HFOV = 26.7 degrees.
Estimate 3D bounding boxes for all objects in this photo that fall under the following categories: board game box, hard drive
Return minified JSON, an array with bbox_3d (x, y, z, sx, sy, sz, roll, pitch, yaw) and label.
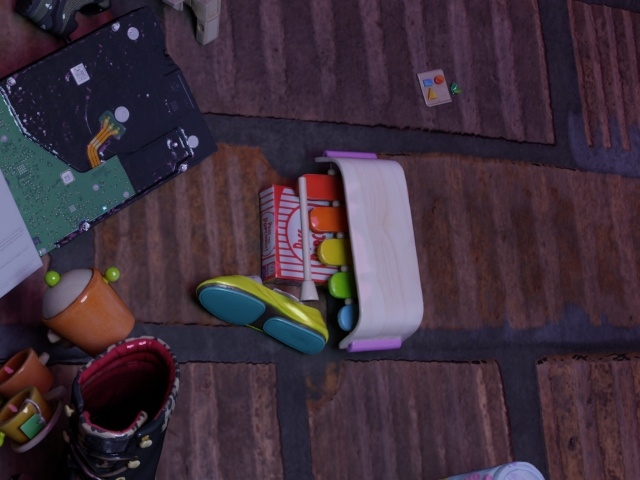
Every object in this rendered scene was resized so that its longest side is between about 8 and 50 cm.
[{"bbox_3d":[0.000,0.000,2.079,0.193,0.045,0.146,6,74,-32],"label":"board game box"},{"bbox_3d":[-0.327,-0.149,1.860,0.339,0.064,0.237,-36,109,-31],"label":"hard drive"}]

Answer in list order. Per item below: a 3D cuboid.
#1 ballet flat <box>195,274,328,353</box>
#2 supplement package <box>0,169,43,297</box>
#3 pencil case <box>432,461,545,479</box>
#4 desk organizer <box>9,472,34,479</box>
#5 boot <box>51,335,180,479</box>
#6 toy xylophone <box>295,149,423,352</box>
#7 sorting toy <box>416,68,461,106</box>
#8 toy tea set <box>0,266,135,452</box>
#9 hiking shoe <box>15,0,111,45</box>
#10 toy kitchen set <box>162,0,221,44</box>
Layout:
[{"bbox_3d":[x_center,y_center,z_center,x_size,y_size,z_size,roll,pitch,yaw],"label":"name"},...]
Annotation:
[{"bbox_3d":[-0.085,0.095,1.990,0.231,0.077,0.077,27,42,-27],"label":"ballet flat"},{"bbox_3d":[-0.451,-0.021,1.712,0.105,0.105,0.179,-41,129,-34],"label":"supplement package"},{"bbox_3d":[0.212,0.402,1.971,0.113,0.273,0.124,-7,79,-41],"label":"pencil case"},{"bbox_3d":[-0.397,0.365,1.717,0.050,0.047,0.130,37,60,-17],"label":"desk organizer"},{"bbox_3d":[-0.281,0.311,1.609,0.138,0.284,0.377,24,36,9],"label":"boot"},{"bbox_3d":[0.050,0.005,2.031,0.236,0.081,0.322,9,72,-31],"label":"toy xylophone"},{"bbox_3d":[0.206,-0.265,2.308,0.083,0.012,0.062,-17,86,-35],"label":"sorting toy"},{"bbox_3d":[-0.379,0.155,1.699,0.124,0.200,0.336,47,62,-22],"label":"toy tea set"},{"bbox_3d":[-0.346,-0.384,1.949,0.114,0.086,0.227,43,63,-32],"label":"hiking shoe"},{"bbox_3d":[-0.206,-0.345,2.050,0.083,0.075,0.068,33,48,25],"label":"toy kitchen set"}]
